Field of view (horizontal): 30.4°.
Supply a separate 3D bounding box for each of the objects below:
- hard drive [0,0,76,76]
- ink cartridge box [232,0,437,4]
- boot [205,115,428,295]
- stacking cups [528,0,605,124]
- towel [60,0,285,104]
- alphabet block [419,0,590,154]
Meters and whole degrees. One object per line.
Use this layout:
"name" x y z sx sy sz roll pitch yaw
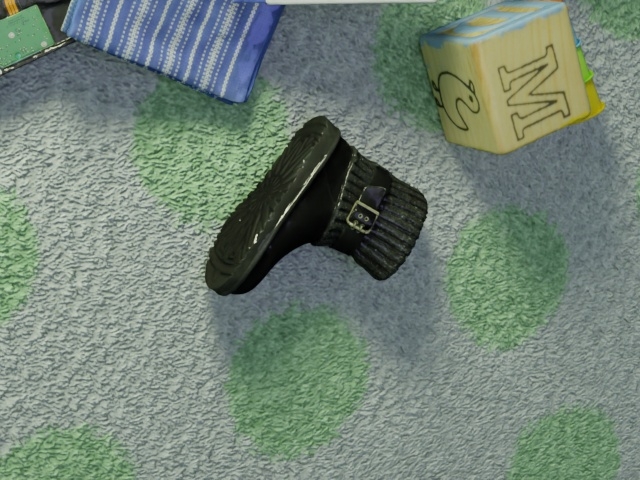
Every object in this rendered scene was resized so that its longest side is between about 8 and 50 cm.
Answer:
"hard drive" -0.443 -0.370 1.665 0.339 0.064 0.237 -30 112 -17
"ink cartridge box" 0.019 -0.447 1.759 0.311 0.065 0.186 -3 106 -9
"boot" 0.002 0.000 1.917 0.260 0.131 0.348 41 83 -26
"stacking cups" 0.399 -0.359 2.052 0.096 0.096 0.316 -30 107 -16
"towel" -0.196 -0.355 1.739 0.336 0.040 0.243 18 99 -43
"alphabet block" 0.307 -0.276 1.963 0.193 0.192 0.197 -24 109 -16
